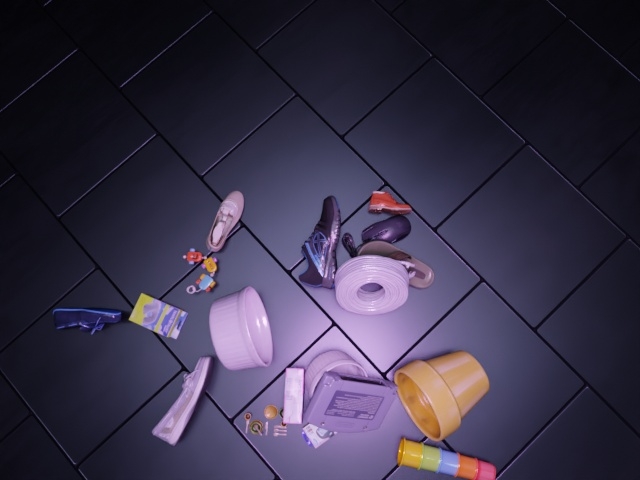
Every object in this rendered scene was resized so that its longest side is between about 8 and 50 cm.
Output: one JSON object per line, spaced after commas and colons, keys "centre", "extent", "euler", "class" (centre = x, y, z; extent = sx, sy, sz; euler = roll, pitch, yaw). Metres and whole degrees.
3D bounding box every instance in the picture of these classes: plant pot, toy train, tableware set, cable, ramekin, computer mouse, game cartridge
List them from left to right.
{"centre": [-0.437, 0.113, 1.907], "extent": [0.125, 0.046, 0.166], "euler": [-3, 77, 2], "class": "toy train"}
{"centre": [-0.267, 0.303, 1.757], "extent": [0.135, 0.277, 0.276], "euler": [-16, 80, 7], "class": "ramekin"}
{"centre": [-0.187, 0.626, 1.815], "extent": [0.154, 0.024, 0.103], "euler": [4, 80, 3], "class": "tableware set"}
{"centre": [0.045, 0.467, 1.754], "extent": [0.207, 0.109, 0.207], "euler": [-10, 117, -21], "class": "ramekin"}
{"centre": [0.097, 0.538, 1.715], "extent": [0.298, 0.062, 0.198], "euler": [18, 109, -30], "class": "game cartridge"}
{"centre": [0.174, 0.158, 1.784], "extent": [0.257, 0.257, 0.089], "euler": [16, 41, -14], "class": "cable"}
{"centre": [0.223, 0.017, 1.896], "extent": [0.262, 0.060, 0.183], "euler": [-20, 79, -2], "class": "computer mouse"}
{"centre": [0.412, 0.488, 1.724], "extent": [0.239, 0.254, 0.253], "euler": [-25, 80, -17], "class": "plant pot"}

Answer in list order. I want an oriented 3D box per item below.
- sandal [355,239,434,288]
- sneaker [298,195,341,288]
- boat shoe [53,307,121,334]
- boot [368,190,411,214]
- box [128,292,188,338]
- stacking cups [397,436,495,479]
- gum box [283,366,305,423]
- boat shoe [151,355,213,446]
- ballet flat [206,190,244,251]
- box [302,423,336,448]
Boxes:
{"centre": [0.272, 0.084, 1.842], "extent": [0.303, 0.086, 0.120], "euler": [20, 93, -8], "class": "sandal"}
{"centre": [0.000, 0.000, 1.873], "extent": [0.140, 0.125, 0.340], "euler": [5, 79, 4], "class": "sneaker"}
{"centre": [-0.828, 0.286, 1.869], "extent": [0.259, 0.109, 0.088], "euler": [-1, 86, 18], "class": "boat shoe"}
{"centre": [0.261, -0.142, 1.927], "extent": [0.158, 0.059, 0.084], "euler": [8, 75, 4], "class": "boot"}
{"centre": [-0.584, 0.274, 1.881], "extent": [0.178, 0.042, 0.108], "euler": [22, 81, 6], "class": "box"}
{"centre": [0.421, 0.743, 1.739], "extent": [0.317, 0.096, 0.095], "euler": [13, 80, 4], "class": "stacking cups"}
{"centre": [-0.088, 0.524, 1.779], "extent": [0.062, 0.107, 0.188], "euler": [2, 73, 2], "class": "gum box"}
{"centre": [-0.467, 0.540, 1.794], "extent": [0.103, 0.118, 0.320], "euler": [25, 88, 1], "class": "boat shoe"}
{"centre": [-0.351, -0.075, 1.918], "extent": [0.086, 0.086, 0.248], "euler": [20, 81, 5], "class": "ballet flat"}
{"centre": [0.003, 0.652, 1.803], "extent": [0.136, 0.028, 0.081], "euler": [-35, 81, -6], "class": "box"}
